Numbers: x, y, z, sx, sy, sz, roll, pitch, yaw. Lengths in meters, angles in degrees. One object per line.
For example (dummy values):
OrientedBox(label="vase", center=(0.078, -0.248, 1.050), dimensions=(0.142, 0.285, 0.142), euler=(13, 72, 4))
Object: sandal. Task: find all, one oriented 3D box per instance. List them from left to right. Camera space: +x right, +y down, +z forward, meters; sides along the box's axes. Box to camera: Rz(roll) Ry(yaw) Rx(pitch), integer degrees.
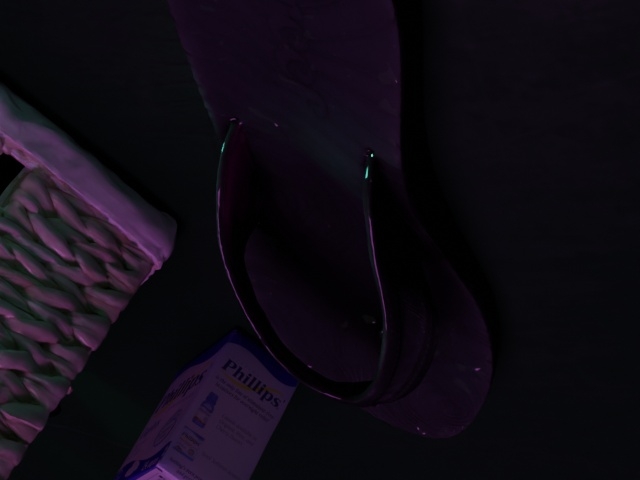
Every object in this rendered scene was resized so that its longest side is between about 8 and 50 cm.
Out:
OrientedBox(label="sandal", center=(-0.002, -0.001, 0.648), dimensions=(0.167, 0.107, 0.445), euler=(7, 140, 26))

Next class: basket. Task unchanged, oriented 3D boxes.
OrientedBox(label="basket", center=(-0.348, 0.041, 0.795), dimensions=(0.328, 0.266, 0.331), euler=(38, 145, -15))

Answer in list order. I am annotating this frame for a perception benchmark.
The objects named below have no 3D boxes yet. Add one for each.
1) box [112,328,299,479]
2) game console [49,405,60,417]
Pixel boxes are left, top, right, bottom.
OrientedBox(label="box", center=(-0.096, 0.160, 0.881), dimensions=(0.072, 0.137, 0.126), euler=(38, 143, -11))
OrientedBox(label="game console", center=(-0.339, 0.134, 1.116), dimensions=(0.107, 0.071, 0.122), euler=(40, 156, 39))
